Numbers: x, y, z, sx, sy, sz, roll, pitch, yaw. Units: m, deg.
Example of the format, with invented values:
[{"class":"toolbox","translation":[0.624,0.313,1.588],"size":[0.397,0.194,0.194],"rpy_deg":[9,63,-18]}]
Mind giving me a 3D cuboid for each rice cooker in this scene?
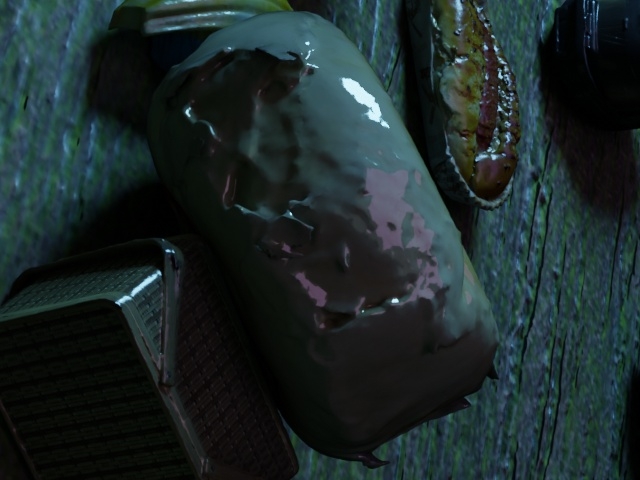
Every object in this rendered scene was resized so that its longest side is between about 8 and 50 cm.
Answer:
[{"class":"rice cooker","translation":[0.261,-0.154,1.571],"size":[0.165,0.106,0.112],"rpy_deg":[31,58,-59]}]

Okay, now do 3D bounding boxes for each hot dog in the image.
[{"class":"hot dog","translation":[0.107,-0.114,1.382],"size":[0.099,0.053,0.192],"rpy_deg":[11,68,-49]}]

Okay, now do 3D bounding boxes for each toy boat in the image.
[{"class":"toy boat","translation":[-0.059,-0.125,1.145],"size":[0.172,0.065,0.066],"rpy_deg":[4,98,-54]}]

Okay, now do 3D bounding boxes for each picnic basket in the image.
[{"class":"picnic basket","translation":[-0.095,0.085,0.974],"size":[0.079,0.115,0.164],"rpy_deg":[-44,115,-53]}]

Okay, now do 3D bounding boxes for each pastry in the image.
[{"class":"pastry","translation":[-0.001,-0.002,1.046],"size":[0.265,0.133,0.265],"rpy_deg":[61,-9,16]}]
